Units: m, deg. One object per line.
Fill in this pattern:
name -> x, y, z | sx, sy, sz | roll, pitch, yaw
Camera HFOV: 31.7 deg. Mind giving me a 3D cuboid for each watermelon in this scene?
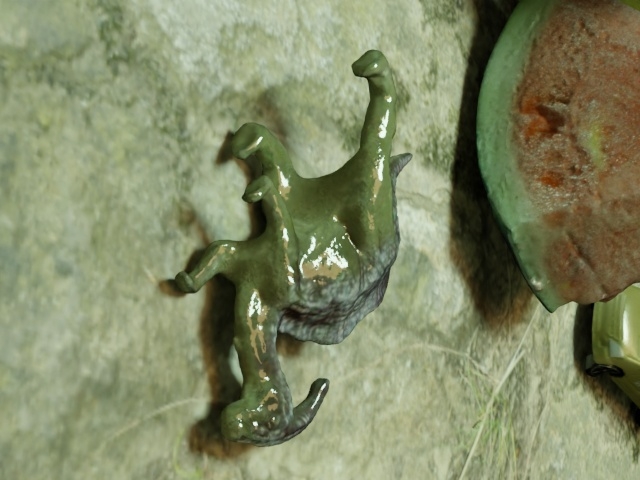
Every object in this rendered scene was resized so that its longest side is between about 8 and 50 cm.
watermelon -> 0.258, -0.100, 1.028 | 0.250, 0.292, 0.283 | 37, 48, -9

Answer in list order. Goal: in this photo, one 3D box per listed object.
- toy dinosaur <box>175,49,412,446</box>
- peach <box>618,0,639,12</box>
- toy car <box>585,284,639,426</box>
toy dinosaur -> -0.007, 0.001, 0.770 | 0.294, 0.077, 0.162 | -51, 130, -29
peach -> 0.399, -0.227, 1.194 | 0.314, 0.281, 0.315 | -30, 77, -36
toy car -> 0.390, 0.134, 1.259 | 0.257, 0.124, 0.101 | 41, 51, -45
